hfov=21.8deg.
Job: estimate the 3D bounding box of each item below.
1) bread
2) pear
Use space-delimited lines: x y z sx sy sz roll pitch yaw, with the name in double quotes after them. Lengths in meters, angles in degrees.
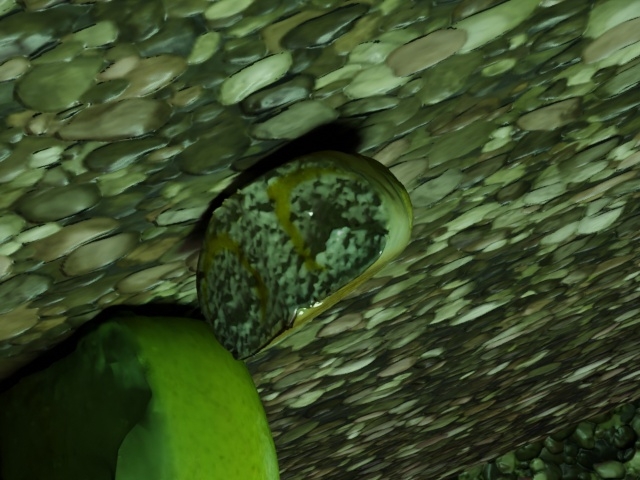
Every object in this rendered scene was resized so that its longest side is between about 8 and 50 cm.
0.000 0.000 0.917 0.094 0.083 0.157 -16 164 -31 "bread"
-0.142 0.249 1.114 0.342 0.318 0.238 -31 157 30 "pear"
